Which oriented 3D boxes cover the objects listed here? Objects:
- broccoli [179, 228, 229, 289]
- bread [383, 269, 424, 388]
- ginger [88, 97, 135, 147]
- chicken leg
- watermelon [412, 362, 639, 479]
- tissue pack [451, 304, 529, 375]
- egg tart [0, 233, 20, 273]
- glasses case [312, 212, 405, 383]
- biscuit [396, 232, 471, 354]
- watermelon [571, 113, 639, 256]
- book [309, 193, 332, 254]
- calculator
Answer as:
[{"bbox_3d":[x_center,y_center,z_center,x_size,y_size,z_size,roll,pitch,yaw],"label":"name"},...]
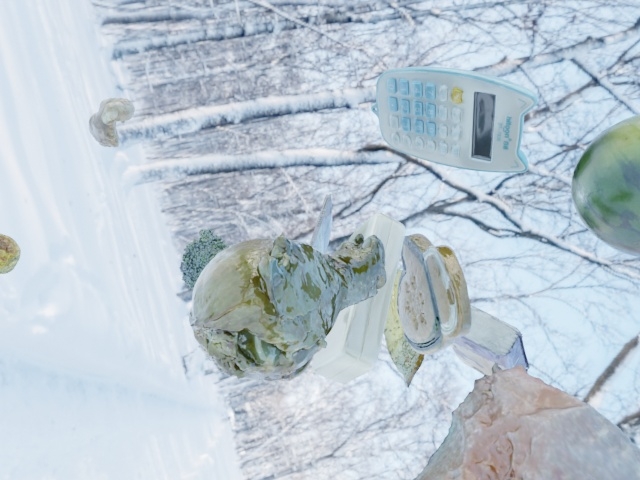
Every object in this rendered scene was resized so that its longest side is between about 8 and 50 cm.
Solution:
[{"bbox_3d":[-0.197,0.051,1.161,0.122,0.204,0.118,33,-77,31],"label":"broccoli"},{"bbox_3d":[0.226,0.272,1.865,0.279,0.315,0.248,18,-29,30],"label":"bread"},{"bbox_3d":[-0.440,-0.241,1.154,0.288,0.075,0.089,-1,-67,59],"label":"ginger"},{"bbox_3d":[-0.011,0.060,0.715,0.152,0.429,0.201,18,-74,25],"label":"chicken leg"},{"bbox_3d":[0.186,0.277,0.390,0.302,0.264,0.151,47,-16,-5],"label":"watermelon"},{"bbox_3d":[0.541,0.344,1.809,0.242,0.125,0.344,27,-16,36],"label":"tissue pack"},{"bbox_3d":[-0.850,0.037,1.434,0.052,0.130,0.130,-43,-122,42],"label":"egg tart"},{"bbox_3d":[0.075,0.101,1.028,0.131,0.070,0.313,-46,-159,52],"label":"glasses case"},{"bbox_3d":[0.240,0.116,1.288,0.344,0.057,0.287,119,-37,-68],"label":"biscuit"},{"bbox_3d":[0.543,-0.088,0.904,0.242,0.242,0.242,166,-90,-76],"label":"watermelon"},{"bbox_3d":[0.000,0.000,1.251,0.127,0.014,0.182,85,18,-49],"label":"book"},{"bbox_3d":[0.294,-0.281,1.279,0.386,0.054,0.256,14,-39,25],"label":"calculator"}]
